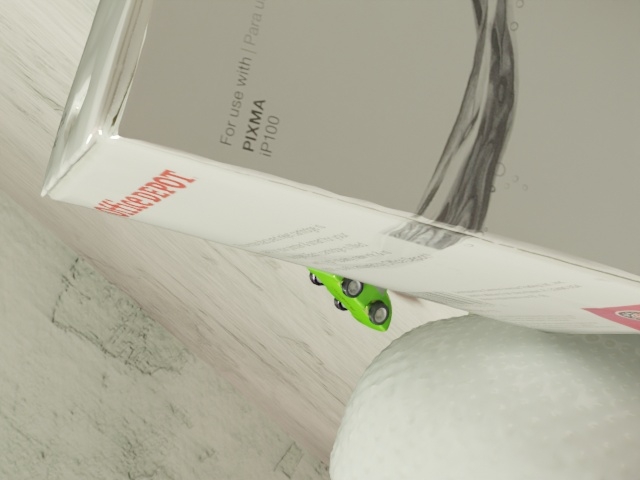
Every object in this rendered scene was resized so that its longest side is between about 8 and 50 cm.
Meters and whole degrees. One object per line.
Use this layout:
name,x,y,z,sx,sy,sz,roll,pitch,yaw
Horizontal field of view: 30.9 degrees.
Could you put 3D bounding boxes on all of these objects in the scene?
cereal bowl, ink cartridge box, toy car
cereal bowl,0.184,0.118,0.702,0.339,0.141,0.339,14,-178,0
ink cartridge box,0.040,-0.044,0.501,0.283,0.117,0.207,16,172,-17
toy car,0.000,0.000,1.057,0.239,0.053,0.225,19,157,53

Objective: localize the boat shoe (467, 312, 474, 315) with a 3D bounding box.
boat shoe,0.140,0.134,1.057,0.104,0.089,0.285,33,165,17
